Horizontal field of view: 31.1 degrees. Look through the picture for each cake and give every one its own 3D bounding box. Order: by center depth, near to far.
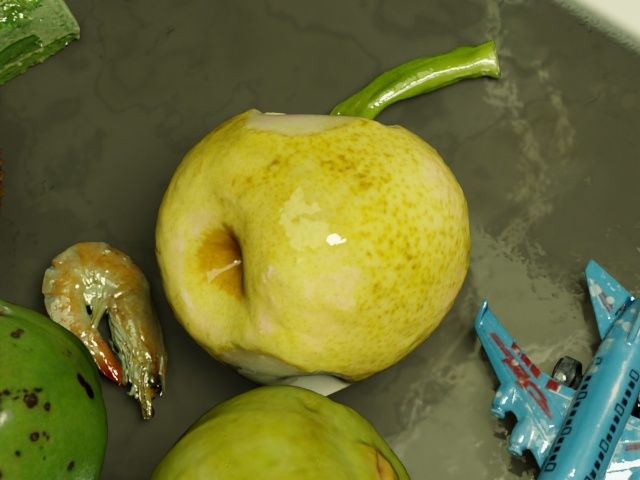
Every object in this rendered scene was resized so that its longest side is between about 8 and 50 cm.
[{"bbox_3d":[-0.359,-0.189,1.190,0.099,0.100,0.235,37,80,20],"label":"cake"}]

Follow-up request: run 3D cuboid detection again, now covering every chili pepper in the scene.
[{"bbox_3d":[0.083,-0.145,1.130,0.201,0.050,0.052,-26,32,2],"label":"chili pepper"}]

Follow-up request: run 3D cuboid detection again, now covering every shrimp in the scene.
[{"bbox_3d":[-0.197,0.085,1.090,0.101,0.042,0.190,-19,70,-24],"label":"shrimp"}]

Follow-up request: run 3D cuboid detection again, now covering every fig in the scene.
[{"bbox_3d":[-0.052,0.251,0.916,0.271,0.239,0.239,-36,68,14],"label":"fig"}]

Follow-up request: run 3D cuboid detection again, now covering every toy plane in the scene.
[{"bbox_3d":[0.229,0.153,0.967,0.254,0.105,0.271,24,77,17],"label":"toy plane"}]

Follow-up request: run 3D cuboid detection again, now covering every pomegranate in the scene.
[{"bbox_3d":[-0.302,0.172,0.987,0.254,0.254,0.270,4,106,11],"label":"pomegranate"}]

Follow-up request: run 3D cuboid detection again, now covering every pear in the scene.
[{"bbox_3d":[0.000,0.000,0.984,0.271,0.271,0.271,-3,70,9],"label":"pear"}]

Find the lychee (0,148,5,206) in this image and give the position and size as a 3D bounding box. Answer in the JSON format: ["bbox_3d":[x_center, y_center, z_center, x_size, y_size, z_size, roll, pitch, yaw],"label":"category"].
[{"bbox_3d":[-0.440,-0.041,1.091,0.271,0.271,0.271,-3,70,9],"label":"lychee"}]
